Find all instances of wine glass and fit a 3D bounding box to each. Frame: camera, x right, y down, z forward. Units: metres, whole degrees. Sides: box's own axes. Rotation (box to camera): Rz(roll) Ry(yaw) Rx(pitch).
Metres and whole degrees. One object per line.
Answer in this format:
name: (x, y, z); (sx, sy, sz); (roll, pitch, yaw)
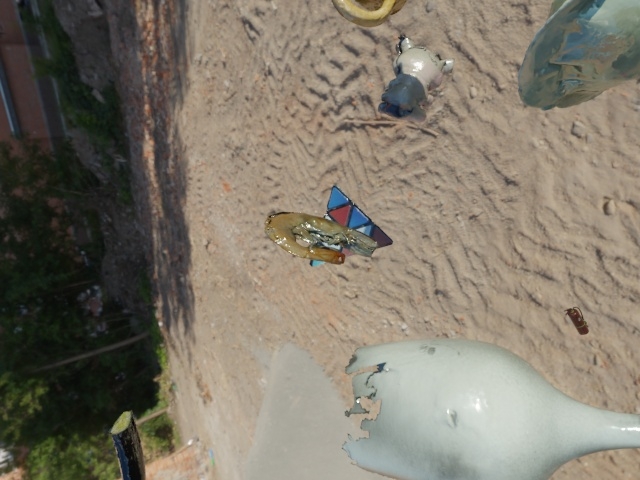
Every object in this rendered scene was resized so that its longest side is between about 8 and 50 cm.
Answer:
wine glass: (0.179, 0.143, 0.332); (0.322, 0.143, 0.143); (-9, 95, 29)

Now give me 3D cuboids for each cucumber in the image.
cucumber: (-0.241, 0.286, 0.521); (0.033, 0.034, 0.134); (-3, 99, 44)

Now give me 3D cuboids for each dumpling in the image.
dumpling: (0.557, -0.411, 0.835); (0.270, 0.321, 0.211); (-29, 39, 56)

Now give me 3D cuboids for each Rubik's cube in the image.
Rubik's cube: (0.097, -0.082, 1.381); (0.285, 0.250, 0.233); (-17, 96, 24)

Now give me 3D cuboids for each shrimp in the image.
shrimp: (0.000, -0.001, 0.877); (0.173, 0.254, 0.058); (-74, 4, -62)

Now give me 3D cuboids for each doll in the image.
doll: (0.212, -0.369, 0.945); (0.150, 0.095, 0.191); (24, 88, 13)

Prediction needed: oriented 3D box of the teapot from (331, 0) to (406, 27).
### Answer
teapot: (0.085, -0.456, 0.605); (0.310, 0.167, 0.203); (-68, 11, -12)

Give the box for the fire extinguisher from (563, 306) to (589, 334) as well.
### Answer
fire extinguisher: (0.930, 0.286, 1.475); (0.132, 0.056, 0.039); (51, -179, -19)
